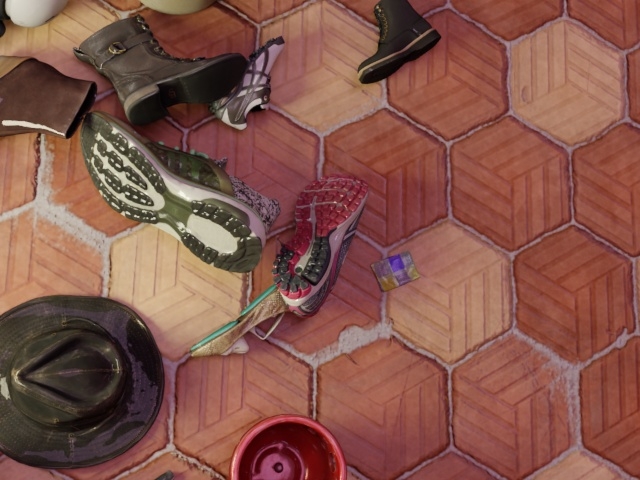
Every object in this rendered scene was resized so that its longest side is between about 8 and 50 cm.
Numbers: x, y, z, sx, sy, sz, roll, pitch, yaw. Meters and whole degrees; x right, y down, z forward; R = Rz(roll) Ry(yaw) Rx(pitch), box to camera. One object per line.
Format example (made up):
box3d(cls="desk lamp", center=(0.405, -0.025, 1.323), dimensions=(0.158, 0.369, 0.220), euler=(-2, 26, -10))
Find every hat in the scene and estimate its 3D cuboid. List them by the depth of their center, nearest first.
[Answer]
box3d(cls="hat", center=(-0.424, 0.231, 1.643), dimensions=(0.331, 0.134, 0.331), euler=(2, 79, -11))

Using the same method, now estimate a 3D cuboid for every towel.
box3d(cls="towel", center=(0.141, 0.058, 1.853), dimensions=(0.083, 0.009, 0.060), euler=(-19, 82, -14))

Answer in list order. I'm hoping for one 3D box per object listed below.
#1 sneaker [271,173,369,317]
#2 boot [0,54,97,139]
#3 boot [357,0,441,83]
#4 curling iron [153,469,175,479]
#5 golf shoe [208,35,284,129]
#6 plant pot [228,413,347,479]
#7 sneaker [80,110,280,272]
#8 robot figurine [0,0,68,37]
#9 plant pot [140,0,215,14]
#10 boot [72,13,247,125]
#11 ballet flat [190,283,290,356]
box3d(cls="sneaker", center=(0.000, 0.000, 1.789), dimensions=(0.121, 0.112, 0.299), euler=(14, 57, 24))
box3d(cls="boot", center=(-0.528, -0.211, 1.705), dimensions=(0.207, 0.090, 0.248), euler=(20, 66, 17))
box3d(cls="boot", center=(0.120, -0.397, 1.916), dimensions=(0.198, 0.077, 0.137), euler=(-32, 82, -29))
box3d(cls="curling iron", center=(-0.369, 0.462, 1.656), dimensions=(0.274, 0.035, 0.068), euler=(-27, 85, -15))
box3d(cls="golf shoe", center=(-0.120, -0.293, 1.847), dimensions=(0.094, 0.077, 0.198), euler=(42, 81, -12))
box3d(cls="plant pot", center=(-0.064, 0.390, 1.659), dimensions=(0.191, 0.174, 0.191), euler=(2, 78, -11))
box3d(cls="sneaker", center=(-0.246, -0.106, 1.769), dimensions=(0.410, 0.158, 0.182), euler=(35, 38, 6))
box3d(cls="robot figurine", center=(-0.574, -0.492, 1.743), dimensions=(0.278, 0.209, 0.173), euler=(26, 44, -4))
box3d(cls="plant pot", center=(-0.252, -0.561, 1.748), dimensions=(0.334, 0.305, 0.333), euler=(2, 78, -11))
box3d(cls="boot", center=(-0.291, -0.335, 1.778), dimensions=(0.263, 0.091, 0.229), euler=(-24, 57, -17))
box3d(cls="ballet flat", center=(-0.132, 0.159, 1.749), dimensions=(0.206, 0.073, 0.067), euler=(-37, 96, -13))
